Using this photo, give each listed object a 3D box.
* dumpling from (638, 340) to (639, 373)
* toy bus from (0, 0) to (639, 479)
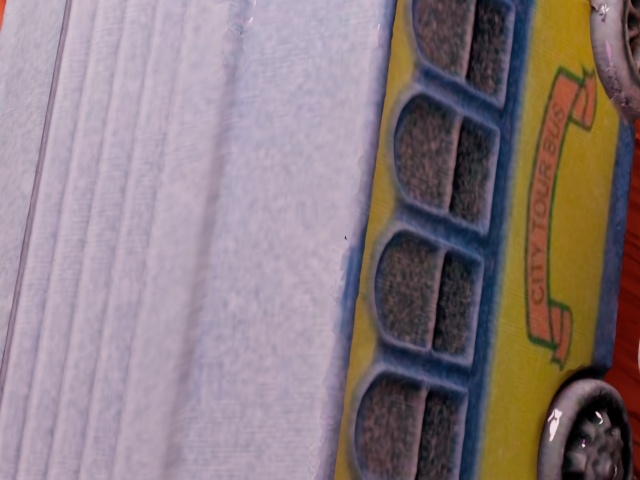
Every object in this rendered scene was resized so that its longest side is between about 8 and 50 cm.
[{"bbox_3d":[0.253,0.104,0.388,0.395,0.233,0.315,51,164,-14],"label":"dumpling"},{"bbox_3d":[0.000,0.000,0.488,0.152,0.190,0.312,0,77,38],"label":"toy bus"}]
